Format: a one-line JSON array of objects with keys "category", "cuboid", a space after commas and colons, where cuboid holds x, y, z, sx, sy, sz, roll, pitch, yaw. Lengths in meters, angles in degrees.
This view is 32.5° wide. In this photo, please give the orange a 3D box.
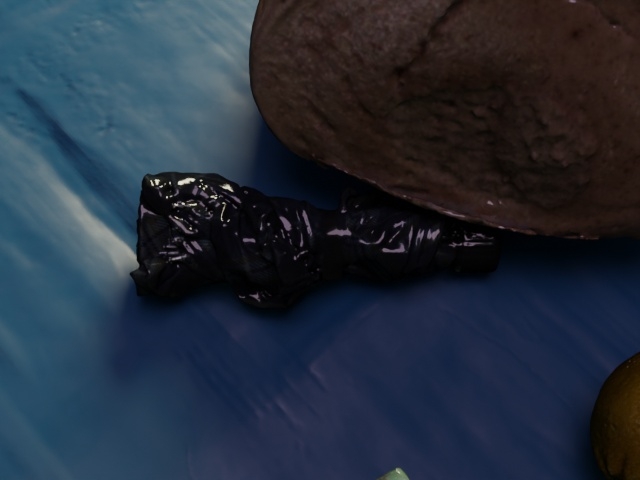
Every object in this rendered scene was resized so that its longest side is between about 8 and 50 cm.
[{"category": "orange", "cuboid": [0.189, 0.100, 0.596, 0.095, 0.085, 0.085, -35, 66, -17]}]

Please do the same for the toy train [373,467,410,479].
[{"category": "toy train", "cuboid": [-0.069, 0.229, 0.482, 0.326, 0.129, 0.159, -26, 69, -18]}]

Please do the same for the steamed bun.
[{"category": "steamed bun", "cuboid": [0.113, -0.153, 0.659, 0.301, 0.199, 0.251, 13, 48, 3]}]

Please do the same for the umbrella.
[{"category": "umbrella", "cuboid": [0.000, 0.002, 0.658, 0.224, 0.071, 0.080, 2, 90, -8]}]
